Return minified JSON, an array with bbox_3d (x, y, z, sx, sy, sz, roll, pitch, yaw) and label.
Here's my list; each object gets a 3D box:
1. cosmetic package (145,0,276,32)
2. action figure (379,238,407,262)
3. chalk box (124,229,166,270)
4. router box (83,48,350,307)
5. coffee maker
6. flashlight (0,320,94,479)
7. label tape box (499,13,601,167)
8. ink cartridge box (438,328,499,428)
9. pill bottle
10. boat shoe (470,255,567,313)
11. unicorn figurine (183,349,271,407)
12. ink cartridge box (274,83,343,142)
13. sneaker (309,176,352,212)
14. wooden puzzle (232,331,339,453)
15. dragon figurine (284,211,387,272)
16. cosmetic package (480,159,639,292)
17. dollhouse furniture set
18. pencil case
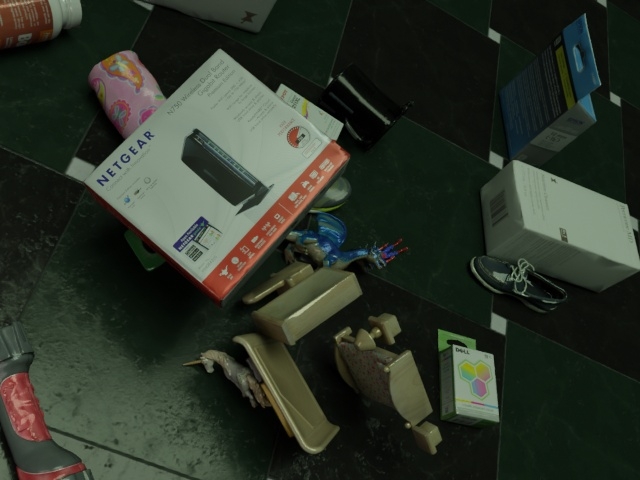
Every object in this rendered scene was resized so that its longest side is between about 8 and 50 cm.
[{"bbox_3d":[-0.237,-0.765,1.662,0.329,0.327,0.394,9,61,-26],"label":"cosmetic package"},{"bbox_3d":[0.149,0.030,1.629,0.115,0.030,0.038,-27,84,-35],"label":"action figure"},{"bbox_3d":[-0.220,-0.056,1.340,0.288,0.179,0.180,-33,82,-15],"label":"chalk box"},{"bbox_3d":[-0.170,-0.108,1.225,0.301,0.082,0.335,39,74,4],"label":"router box"},{"bbox_3d":[0.107,-0.335,1.717,0.178,0.171,0.120,43,24,-5],"label":"coffee maker"},{"bbox_3d":[-0.441,0.274,1.105,0.103,0.103,0.304,-16,73,-34],"label":"flashlight"},{"bbox_3d":[0.641,-0.393,1.941,0.115,0.347,0.249,14,58,-23],"label":"label tape box"},{"bbox_3d":[0.317,0.290,1.555,0.108,0.062,0.209,16,57,-20],"label":"ink cartridge box"},{"bbox_3d":[-0.588,-0.446,1.412,0.216,0.121,0.121,-26,79,-37],"label":"pill bottle"},{"bbox_3d":[0.482,0.099,1.746,0.254,0.079,0.095,31,53,-12],"label":"boat shoe"},{"bbox_3d":[-0.151,0.244,1.294,0.060,0.161,0.111,-55,126,-33],"label":"unicorn figurine"},{"bbox_3d":[-0.053,-0.254,1.642,0.175,0.072,0.128,31,53,-12],"label":"ink cartridge box"},{"bbox_3d":[-0.061,-0.149,1.547,0.299,0.121,0.111,17,57,-21],"label":"sneaker"},{"bbox_3d":[-0.063,0.266,1.291,0.044,0.221,0.239,-37,81,6],"label":"wooden puzzle"},{"bbox_3d":[0.000,0.000,1.520,0.289,0.085,0.144,36,51,-2],"label":"dragon figurine"},{"bbox_3d":[0.611,-0.030,1.844,0.384,0.156,0.217,15,56,-21],"label":"cosmetic package"},{"bbox_3d":[0.023,0.246,1.355,0.173,0.303,0.356,-32,112,-25],"label":"dollhouse furniture set"},{"bbox_3d":[-0.345,-0.240,1.444,0.124,0.124,0.284,-33,84,-38],"label":"pencil case"}]
